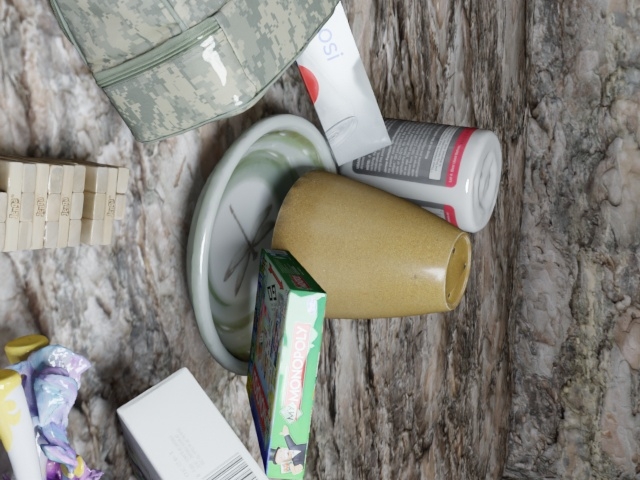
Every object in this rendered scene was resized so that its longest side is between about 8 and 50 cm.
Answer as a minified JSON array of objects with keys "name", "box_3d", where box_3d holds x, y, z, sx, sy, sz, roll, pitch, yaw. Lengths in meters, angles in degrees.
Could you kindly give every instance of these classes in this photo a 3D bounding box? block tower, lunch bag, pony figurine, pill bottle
[{"name":"block tower","box_3d":[-0.335,-0.040,0.791,0.335,0.097,0.091,-5,103,-61]},{"name":"lunch bag","box_3d":[-0.149,-0.299,0.930,0.256,0.212,0.305,59,45,-26]},{"name":"pony figurine","box_3d":[-0.307,0.292,0.818,0.351,0.302,0.364,-14,106,-41]},{"name":"pill bottle","box_3d":[0.141,-0.124,1.424,0.176,0.318,0.176,-33,129,-55]}]

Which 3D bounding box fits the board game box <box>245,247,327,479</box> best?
[{"name":"board game box","box_3d":[-0.051,0.138,1.032,0.317,0.046,0.214,-143,-119,-78]}]

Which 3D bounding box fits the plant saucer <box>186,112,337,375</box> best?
[{"name":"plant saucer","box_3d":[-0.101,0.002,1.246,0.400,0.100,0.401,-32,128,-56]}]

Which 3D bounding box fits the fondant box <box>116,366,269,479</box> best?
[{"name":"fondant box","box_3d":[-0.138,0.324,1.003,0.096,0.238,0.330,-32,161,-24]}]

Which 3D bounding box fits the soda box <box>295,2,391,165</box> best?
[{"name":"soda box","box_3d":[0.017,-0.270,1.274,0.091,0.098,0.286,-104,172,-64]}]

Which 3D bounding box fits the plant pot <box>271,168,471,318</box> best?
[{"name":"plant pot","box_3d":[0.092,0.026,1.241,0.237,0.254,0.237,-34,129,-55]}]
